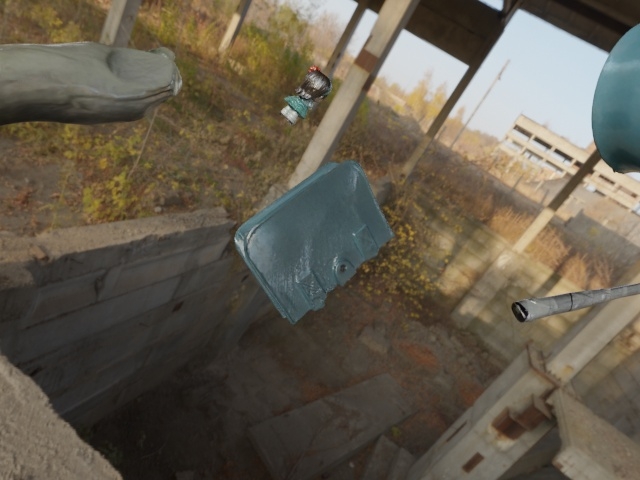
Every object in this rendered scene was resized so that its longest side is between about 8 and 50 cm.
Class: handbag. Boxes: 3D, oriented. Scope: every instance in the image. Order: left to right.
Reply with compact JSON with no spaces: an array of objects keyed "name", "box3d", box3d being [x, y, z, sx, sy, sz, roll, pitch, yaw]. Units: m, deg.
[{"name":"handbag","box3d":[0.000,0.000,0.625,0.179,0.229,0.062,59,-22,-17]}]

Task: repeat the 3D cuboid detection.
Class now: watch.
[{"name":"watch","box3d":[0.402,-0.150,0.433,0.211,0.193,0.211,52,-8,11]}]

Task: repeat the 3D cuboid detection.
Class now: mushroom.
[{"name":"mushroom","box3d":[-0.310,-0.175,0.456,0.109,0.098,0.351,0,19,34]}]

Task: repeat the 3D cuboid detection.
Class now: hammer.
[{"name":"hammer","box3d":[0.576,0.099,0.809,0.426,0.044,0.152,-7,59,-7]}]

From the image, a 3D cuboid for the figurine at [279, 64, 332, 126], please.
[{"name":"figurine","box3d":[-0.028,-0.253,0.710,0.060,0.106,0.047,47,6,26]}]
